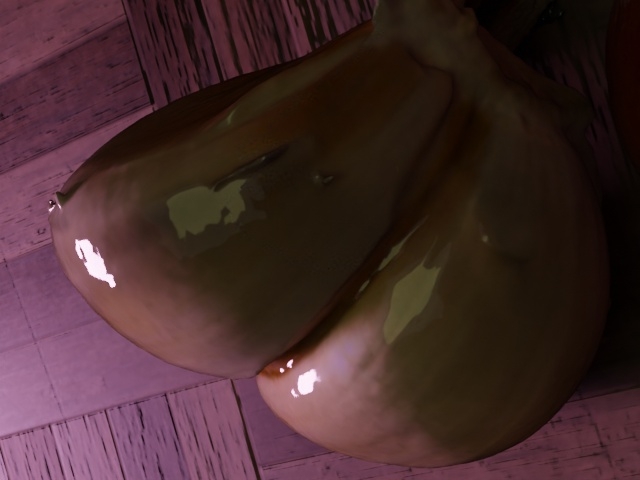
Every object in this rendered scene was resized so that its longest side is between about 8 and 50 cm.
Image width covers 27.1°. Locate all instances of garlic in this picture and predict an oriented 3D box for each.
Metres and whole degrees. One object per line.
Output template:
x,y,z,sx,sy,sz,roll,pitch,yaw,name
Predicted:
0.000,0.000,0.750,0.313,0.286,0.249,-33,48,38,garlic

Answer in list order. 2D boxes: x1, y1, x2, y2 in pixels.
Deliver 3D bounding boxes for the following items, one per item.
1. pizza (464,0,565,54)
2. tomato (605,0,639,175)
0.080,-0.160,0.749,0.154,0.069,0.193,24,111,31,pizza
0.230,-0.095,0.629,0.228,0.112,0.199,-3,94,33,tomato
